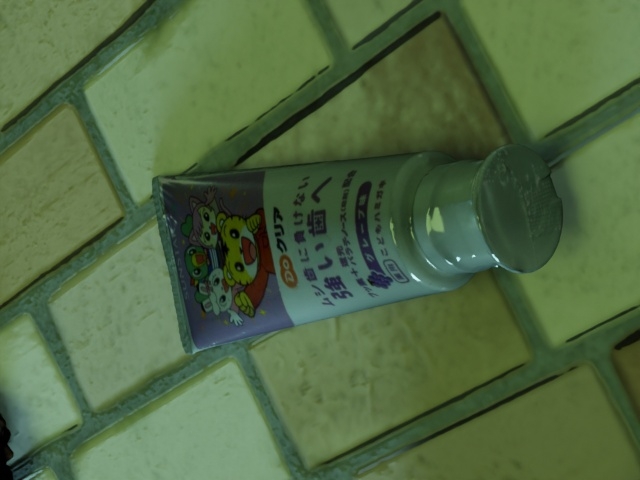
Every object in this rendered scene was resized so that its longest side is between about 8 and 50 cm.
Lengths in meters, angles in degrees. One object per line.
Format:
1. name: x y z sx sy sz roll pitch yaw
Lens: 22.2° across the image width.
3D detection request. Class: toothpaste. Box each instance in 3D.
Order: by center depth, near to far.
1. toothpaste: 0.000 0.000 0.918 0.299 0.073 0.114 -10 94 47

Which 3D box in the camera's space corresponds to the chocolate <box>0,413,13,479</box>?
1. chocolate: -0.264 0.169 1.143 0.156 0.156 0.133 33 92 28
